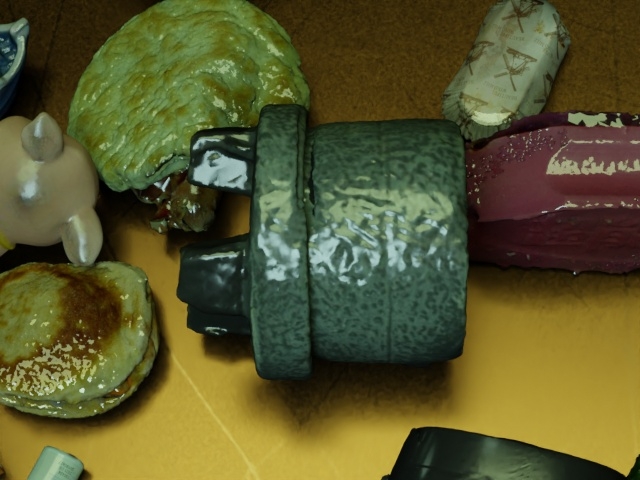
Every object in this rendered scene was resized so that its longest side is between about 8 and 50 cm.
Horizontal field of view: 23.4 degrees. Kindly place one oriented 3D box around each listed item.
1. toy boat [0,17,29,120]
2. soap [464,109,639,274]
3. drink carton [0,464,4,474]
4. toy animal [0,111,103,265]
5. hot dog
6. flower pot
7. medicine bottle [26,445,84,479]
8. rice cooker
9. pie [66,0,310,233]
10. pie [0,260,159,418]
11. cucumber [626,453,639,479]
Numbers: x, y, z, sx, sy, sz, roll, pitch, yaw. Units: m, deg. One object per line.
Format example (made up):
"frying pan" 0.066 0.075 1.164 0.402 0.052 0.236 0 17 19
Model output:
"toy boat" -0.449 -0.151 1.717 0.309 0.142 0.129 -36 67 -8
"soap" 0.287 -0.046 1.584 0.289 0.182 0.112 2 67 1
"drink carton" -0.439 0.267 1.569 0.223 0.096 0.071 -38 70 -10
"toy animal" -0.358 -0.046 1.648 0.248 0.165 0.149 -16 32 15
"hot dog" 0.209 -0.188 1.714 0.108 0.059 0.191 23 69 12
"flower pot" 0.000 0.000 1.557 0.282 0.299 0.299 -2 68 -1
"medicine bottle" -0.281 0.256 1.585 0.047 0.047 0.083 22 73 14
"rice cooker" 0.160 0.302 1.421 0.267 0.267 0.225 11 76 10
"pie" -0.155 -0.158 1.715 0.257 0.105 0.274 33 74 26
"pie" -0.271 0.096 1.627 0.205 0.084 0.179 0 61 1
"cucumber" 0.323 0.267 1.530 0.067 0.035 0.107 25 74 13
